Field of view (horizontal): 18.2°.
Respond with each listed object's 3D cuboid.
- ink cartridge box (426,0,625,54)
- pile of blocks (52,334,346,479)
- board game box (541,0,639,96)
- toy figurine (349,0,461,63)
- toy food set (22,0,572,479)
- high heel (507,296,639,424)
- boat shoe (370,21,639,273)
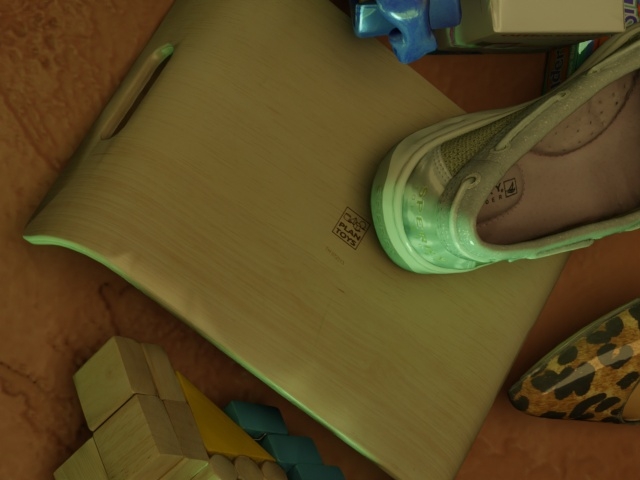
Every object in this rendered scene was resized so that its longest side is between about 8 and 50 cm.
[{"bbox_3d":[0.122,-0.145,1.230,0.089,0.122,0.052,-3,89,-18],"label":"ink cartridge box"},{"bbox_3d":[-0.021,0.209,1.195,0.362,0.149,0.112,46,118,-2],"label":"pile of blocks"},{"bbox_3d":[0.251,-0.099,1.310,0.210,0.047,0.160,11,85,-18],"label":"board game box"},{"bbox_3d":[0.005,-0.216,1.179,0.191,0.362,0.217,-15,136,4],"label":"toy figurine"},{"bbox_3d":[0.000,0.000,1.214,0.306,0.092,0.219,38,66,-15],"label":"toy food set"},{"bbox_3d":[0.261,0.118,1.243,0.261,0.093,0.186,-13,56,-24],"label":"high heel"},{"bbox_3d":[0.184,-0.059,1.192,0.320,0.103,0.118,-20,105,-27],"label":"boat shoe"}]
